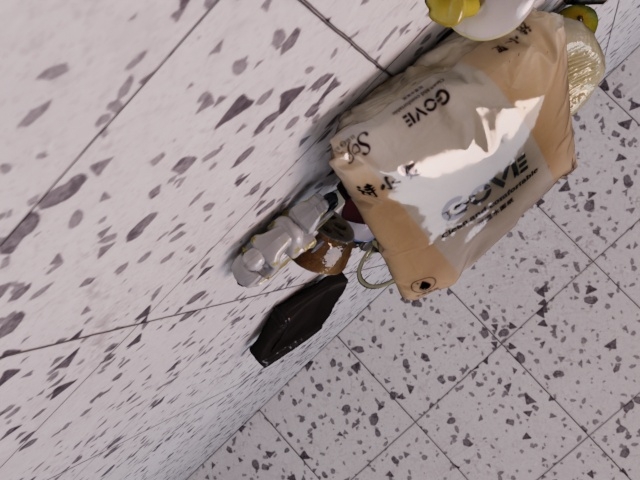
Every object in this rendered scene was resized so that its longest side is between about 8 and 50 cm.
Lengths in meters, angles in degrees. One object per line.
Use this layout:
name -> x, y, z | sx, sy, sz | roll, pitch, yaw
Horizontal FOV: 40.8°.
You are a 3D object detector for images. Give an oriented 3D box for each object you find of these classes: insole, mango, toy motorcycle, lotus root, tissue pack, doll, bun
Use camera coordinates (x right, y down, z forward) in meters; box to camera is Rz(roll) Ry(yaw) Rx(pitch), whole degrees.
insole -> 0.024, -0.069, 1.543 | 0.053, 0.002, 0.153 | -43, 170, 1
mango -> 0.464, -0.385, 1.682 | 0.122, 0.085, 0.191 | -40, 173, -38
toy motorcycle -> -0.066, 0.006, 1.321 | 0.229, 0.074, 0.151 | -41, 172, 23
lotus root -> 0.002, 0.002, 1.442 | 0.081, 0.112, 0.122 | -55, 165, 26
tissue pack -> 0.201, -0.127, 1.253 | 0.375, 0.195, 0.390 | -41, 140, -6
doll -> 0.199, -0.304, 0.964 | 0.296, 0.117, 0.141 | -47, 148, -60
bun -> 0.406, -0.314, 1.581 | 0.231, 0.133, 0.231 | -14, 138, -13

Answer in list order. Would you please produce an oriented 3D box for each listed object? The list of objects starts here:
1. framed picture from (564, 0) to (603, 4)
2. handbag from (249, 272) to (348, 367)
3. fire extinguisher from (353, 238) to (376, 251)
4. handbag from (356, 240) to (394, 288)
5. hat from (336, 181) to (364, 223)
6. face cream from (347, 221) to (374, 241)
framed picture -> 0.623, -0.568, 1.709 | 0.265, 0.016, 0.347 | -45, 170, 30
handbag -> -0.057, 0.182, 2.096 | 0.247, 0.080, 0.223 | -31, 158, -40
fire extinguisher -> 0.122, -0.061, 1.827 | 0.252, 0.106, 0.075 | -41, -148, -4
handbag -> 0.211, -0.007, 1.913 | 0.315, 0.241, 0.109 | -49, 144, 5
hat -> 0.097, -0.113, 1.401 | 0.205, 0.089, 0.205 | -40, 163, -14
face cream -> 0.134, -0.093, 1.640 | 0.264, 0.083, 0.149 | -49, 165, 33
